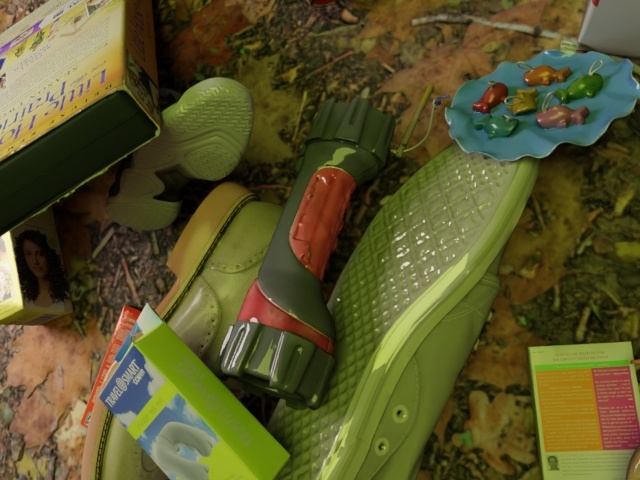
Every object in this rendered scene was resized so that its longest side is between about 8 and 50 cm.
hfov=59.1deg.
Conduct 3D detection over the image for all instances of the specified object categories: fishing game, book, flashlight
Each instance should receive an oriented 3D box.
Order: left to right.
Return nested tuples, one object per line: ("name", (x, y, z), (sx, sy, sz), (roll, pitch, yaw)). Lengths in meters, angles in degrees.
("flashlight", (0.000, 0.000, 0.542), (0.103, 0.103, 0.304), (25, 67, -10))
("fishing game", (0.211, -0.145, 0.549), (0.264, 0.041, 0.189), (4, 46, 34))
("book", (0.254, 0.171, 0.537), (0.096, 0.035, 0.144), (-5, 79, 12))

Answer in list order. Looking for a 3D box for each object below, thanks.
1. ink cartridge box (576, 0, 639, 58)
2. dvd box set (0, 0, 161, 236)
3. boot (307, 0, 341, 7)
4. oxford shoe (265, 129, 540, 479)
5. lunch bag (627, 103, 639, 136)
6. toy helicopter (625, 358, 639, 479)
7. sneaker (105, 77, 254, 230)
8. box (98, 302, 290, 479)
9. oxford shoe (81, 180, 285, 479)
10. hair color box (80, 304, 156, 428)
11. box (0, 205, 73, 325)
("ink cartridge box", (0.341, -0.338, 0.520), (0.114, 0.197, 0.273), (15, 85, 17))
("dvd box set", (-0.329, -0.173, 0.653), (0.307, 0.062, 0.420), (-30, 43, 8))
("boot", (0.049, -0.483, 0.665), (0.377, 0.138, 0.284), (-35, 71, 12))
("oxford shoe", (0.091, 0.088, 0.559), (0.449, 0.130, 0.169), (-60, 27, -10))
("lunch bag", (0.347, -0.110, 0.541), (0.053, 0.071, 0.083), (-41, 73, 3))
("toy helicopter", (0.406, 0.151, 0.415), (0.355, 0.140, 0.235), (-32, 65, 21))
("sneaker", (-0.165, -0.129, 0.636), (0.268, 0.101, 0.153), (-35, 49, 43))
("box", (-0.121, 0.153, 0.492), (0.178, 0.042, 0.109), (45, 128, 6))
("oxford shoe", (-0.122, 0.137, 0.601), (0.146, 0.140, 0.397), (23, 88, 14))
("hair color box", (-0.218, 0.150, 0.659), (0.043, 0.072, 0.141), (18, 86, 19))
("box", (-0.394, -0.008, 0.734), (0.058, 0.087, 0.232), (-23, 75, 13))
